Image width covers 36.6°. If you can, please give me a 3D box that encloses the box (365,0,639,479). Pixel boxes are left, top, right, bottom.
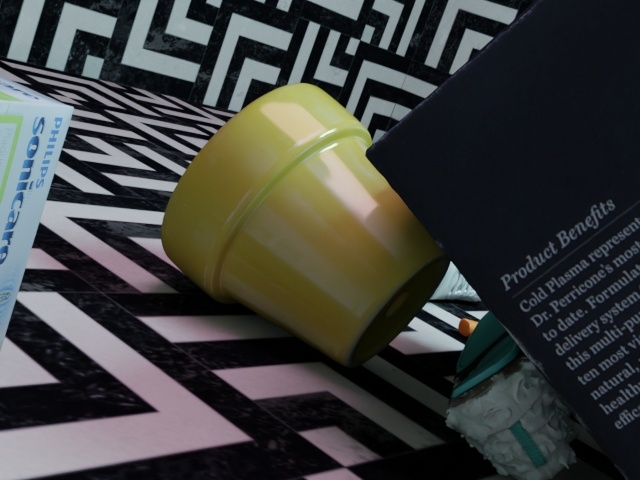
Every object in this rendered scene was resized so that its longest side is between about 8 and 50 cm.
[{"bbox_3d":[0.348,0.008,0.910,0.471,0.297,0.480,54,17,9],"label":"box"}]

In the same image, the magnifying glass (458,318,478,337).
[{"bbox_3d":[0.295,0.145,1.369,0.231,0.026,0.092,14,13,-26],"label":"magnifying glass"}]

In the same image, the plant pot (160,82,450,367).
[{"bbox_3d":[0.000,0.000,1.044,0.239,0.254,0.254,41,18,18],"label":"plant pot"}]

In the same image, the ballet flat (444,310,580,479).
[{"bbox_3d":[0.214,0.152,1.025,0.147,0.147,0.409,23,15,11],"label":"ballet flat"}]

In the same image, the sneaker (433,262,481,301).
[{"bbox_3d":[0.213,0.047,1.506,0.118,0.110,0.292,33,15,13],"label":"sneaker"}]

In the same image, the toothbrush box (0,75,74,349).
[{"bbox_3d":[-0.309,-0.015,0.615,0.122,0.206,0.283,23,11,14],"label":"toothbrush box"}]
